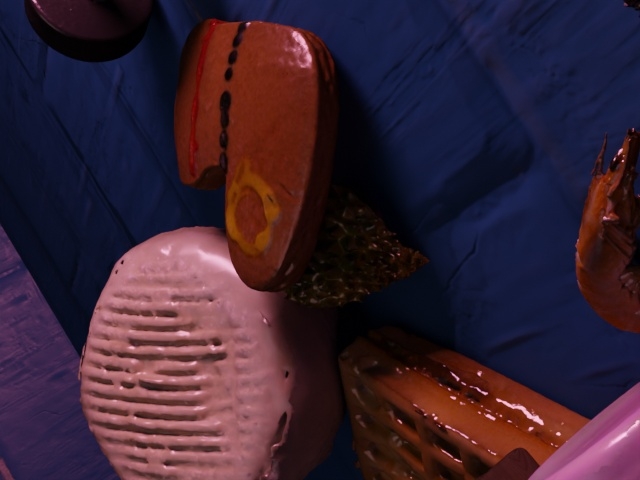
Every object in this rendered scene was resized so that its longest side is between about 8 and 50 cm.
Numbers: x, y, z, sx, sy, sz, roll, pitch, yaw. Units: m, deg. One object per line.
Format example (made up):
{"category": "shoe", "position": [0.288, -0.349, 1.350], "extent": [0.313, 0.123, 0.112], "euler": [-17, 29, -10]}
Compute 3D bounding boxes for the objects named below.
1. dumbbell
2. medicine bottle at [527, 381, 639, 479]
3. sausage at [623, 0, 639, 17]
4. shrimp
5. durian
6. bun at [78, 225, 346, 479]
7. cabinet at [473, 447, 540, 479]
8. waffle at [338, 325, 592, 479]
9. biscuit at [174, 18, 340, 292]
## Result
{"category": "dumbbell", "position": [-0.255, -0.321, 0.892], "extent": [0.153, 0.152, 0.218], "euler": [58, 151, 4]}
{"category": "medicine bottle", "position": [0.288, 0.235, 0.515], "extent": [0.291, 0.178, 0.178], "euler": [51, 149, 17]}
{"category": "sausage", "position": [0.157, -0.226, 0.469], "extent": [0.199, 0.025, 0.028], "euler": [63, 165, -4]}
{"category": "shrimp", "position": [0.225, 0.001, 0.542], "extent": [0.095, 0.045, 0.163], "euler": [28, 136, 43]}
{"category": "durian", "position": [0.000, -0.004, 0.811], "extent": [0.186, 0.119, 0.108], "euler": [15, 132, 53]}
{"category": "bun", "position": [-0.118, 0.164, 0.969], "extent": [0.359, 0.211, 0.360], "euler": [-2, 86, 24]}
{"category": "cabinet", "position": [0.100, 0.301, 0.632], "extent": [0.148, 0.215, 0.175], "euler": [51, 150, 17]}
{"category": "waffle", "position": [0.159, 0.234, 0.801], "extent": [0.327, 0.098, 0.224], "euler": [26, 134, 47]}
{"category": "biscuit", "position": [-0.088, -0.098, 0.819], "extent": [0.277, 0.052, 0.262], "euler": [25, 107, 48]}
